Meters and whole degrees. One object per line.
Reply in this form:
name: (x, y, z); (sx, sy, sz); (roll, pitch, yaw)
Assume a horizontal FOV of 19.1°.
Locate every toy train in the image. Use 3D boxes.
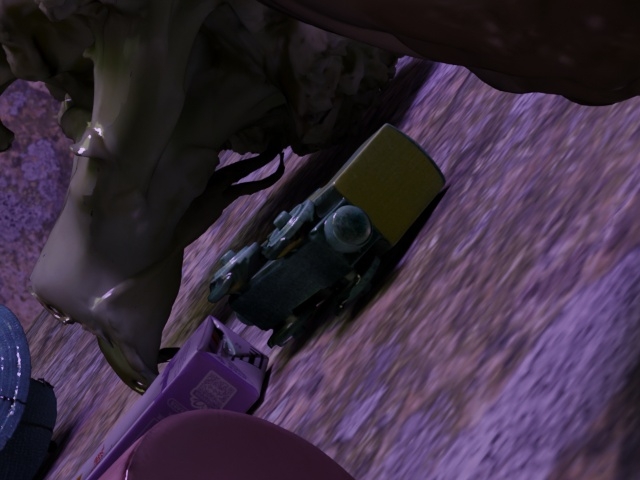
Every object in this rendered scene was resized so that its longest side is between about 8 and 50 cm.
toy train: (0.000, 0.000, 0.813); (0.081, 0.050, 0.122); (-50, 6, -28)

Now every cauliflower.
cauliflower: (-0.109, -0.097, 1.097); (0.281, 0.260, 0.327); (-49, -14, -22)

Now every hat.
hat: (-0.222, 0.141, 1.310); (0.138, 0.078, 0.191); (127, 159, -60)

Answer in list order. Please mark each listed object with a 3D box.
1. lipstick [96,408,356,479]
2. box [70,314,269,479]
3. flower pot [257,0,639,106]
lipstick: (-0.105, 0.172, 0.487); (0.327, 0.087, 0.087); (-46, 10, 29)
box: (-0.073, 0.091, 0.842); (0.117, 0.036, 0.050); (-49, 8, 14)
flower pot: (0.085, -0.188, 0.418); (0.244, 0.307, 0.307); (-5, 43, 54)
